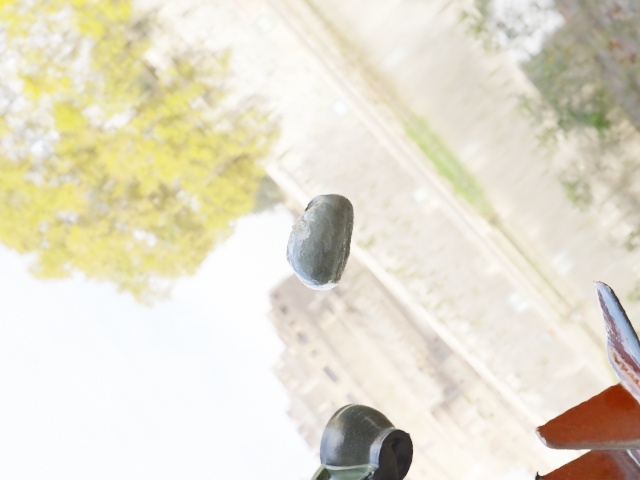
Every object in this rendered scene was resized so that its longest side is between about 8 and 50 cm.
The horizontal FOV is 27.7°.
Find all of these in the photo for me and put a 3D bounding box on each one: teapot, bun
[{"bbox_3d":[0.032,0.165,0.984,0.057,0.088,0.066,4,122,44],"label":"teapot"},{"bbox_3d":[0.000,0.000,1.011,0.045,0.083,0.083,14,-179,8],"label":"bun"}]

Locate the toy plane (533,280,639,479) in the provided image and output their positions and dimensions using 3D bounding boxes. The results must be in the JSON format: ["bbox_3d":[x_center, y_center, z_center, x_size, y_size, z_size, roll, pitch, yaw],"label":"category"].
[{"bbox_3d":[0.231,0.162,0.610,0.326,0.104,0.223,43,157,36],"label":"toy plane"}]
